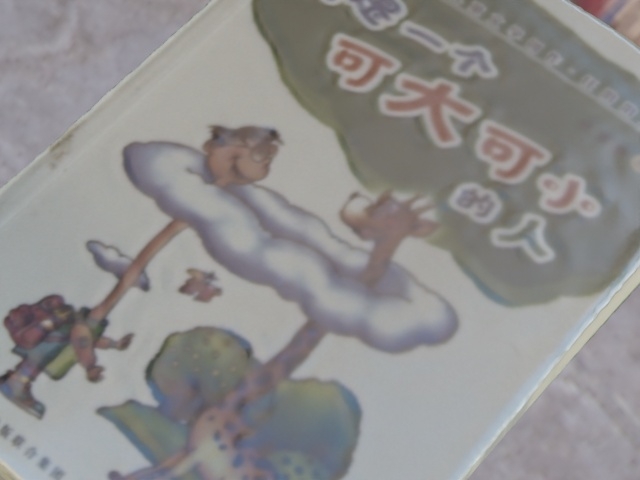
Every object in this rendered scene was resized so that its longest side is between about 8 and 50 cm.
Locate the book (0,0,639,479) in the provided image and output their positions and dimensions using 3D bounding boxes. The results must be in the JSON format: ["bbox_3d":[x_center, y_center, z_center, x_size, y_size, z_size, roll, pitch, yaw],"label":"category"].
[{"bbox_3d":[0.000,0.000,0.835,0.260,0.043,0.371,36,64,16],"label":"book"}]
